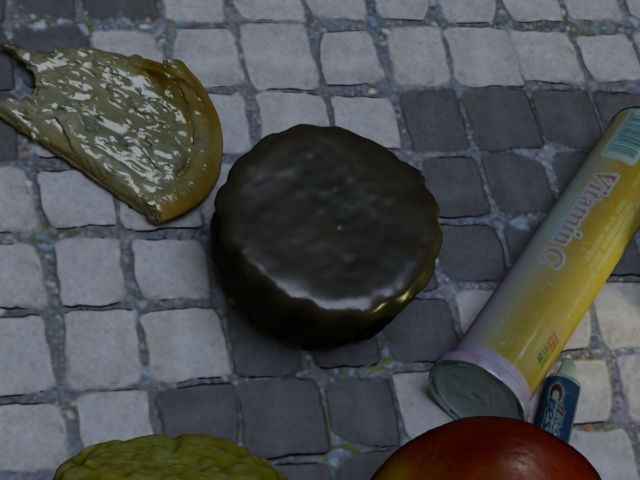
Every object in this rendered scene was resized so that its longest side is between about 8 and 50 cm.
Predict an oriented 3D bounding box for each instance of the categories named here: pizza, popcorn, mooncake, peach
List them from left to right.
[{"bbox_3d":[-0.214,-0.134,1.751,0.262,0.034,0.181,28,57,-4],"label":"pizza"},{"bbox_3d":[-0.150,0.259,1.448,0.225,0.174,0.286,17,21,38],"label":"popcorn"},{"bbox_3d":[0.000,0.000,1.708,0.228,0.124,0.228,6,61,-11],"label":"mooncake"},{"bbox_3d":[0.151,0.292,1.530,0.281,0.238,0.281,6,43,-5],"label":"peach"}]

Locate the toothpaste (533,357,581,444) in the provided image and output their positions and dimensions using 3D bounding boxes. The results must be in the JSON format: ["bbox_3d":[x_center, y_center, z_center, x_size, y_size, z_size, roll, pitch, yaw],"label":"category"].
[{"bbox_3d":[0.231,0.204,1.732,0.057,0.035,0.197,15,58,6],"label":"toothpaste"}]

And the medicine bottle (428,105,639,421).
[{"bbox_3d":[0.263,0.021,1.803,0.108,0.108,0.426,38,55,2],"label":"medicine bottle"}]
